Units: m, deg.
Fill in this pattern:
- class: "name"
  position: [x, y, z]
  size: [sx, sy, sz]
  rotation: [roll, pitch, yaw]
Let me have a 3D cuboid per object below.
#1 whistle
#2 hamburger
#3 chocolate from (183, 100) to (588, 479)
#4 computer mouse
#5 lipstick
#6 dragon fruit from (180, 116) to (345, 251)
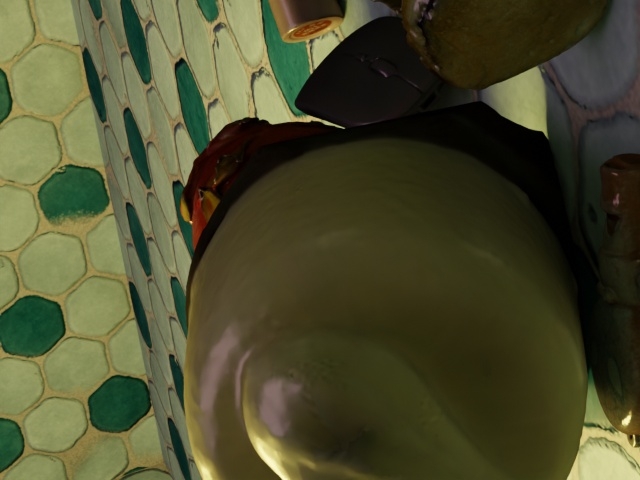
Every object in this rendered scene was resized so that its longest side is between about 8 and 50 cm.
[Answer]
- class: "whistle"
  position: [0.225, 0.047, 1.017]
  size: [0.107, 0.057, 0.220]
  rotation: [-112, 15, -72]
- class: "hamburger"
  position: [0.107, -0.198, 0.976]
  size: [0.185, 0.159, 0.131]
  rotation: [62, -176, -59]
- class: "chocolate"
  position: [0.063, 0.097, 1.040]
  size: [0.297, 0.326, 0.314]
  rotation: [-115, 15, -69]
- class: "computer mouse"
  position: [0.042, -0.154, 1.320]
  size: [0.057, 0.120, 0.232]
  rotation: [44, 176, -23]
- class: "lipstick"
  position: [-0.049, -0.339, 1.502]
  size: [0.070, 0.070, 0.254]
  rotation: [139, 113, -72]
- class: "dragon fruit"
  position: [0.004, 0.001, 1.349]
  size: [0.250, 0.315, 0.250]
  rotation: [15, -90, -75]
